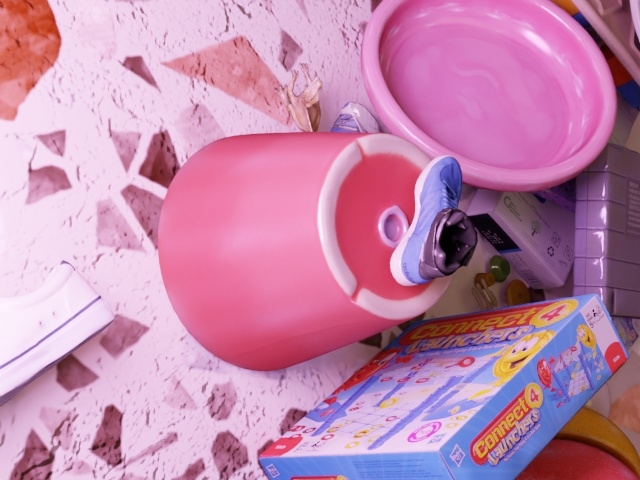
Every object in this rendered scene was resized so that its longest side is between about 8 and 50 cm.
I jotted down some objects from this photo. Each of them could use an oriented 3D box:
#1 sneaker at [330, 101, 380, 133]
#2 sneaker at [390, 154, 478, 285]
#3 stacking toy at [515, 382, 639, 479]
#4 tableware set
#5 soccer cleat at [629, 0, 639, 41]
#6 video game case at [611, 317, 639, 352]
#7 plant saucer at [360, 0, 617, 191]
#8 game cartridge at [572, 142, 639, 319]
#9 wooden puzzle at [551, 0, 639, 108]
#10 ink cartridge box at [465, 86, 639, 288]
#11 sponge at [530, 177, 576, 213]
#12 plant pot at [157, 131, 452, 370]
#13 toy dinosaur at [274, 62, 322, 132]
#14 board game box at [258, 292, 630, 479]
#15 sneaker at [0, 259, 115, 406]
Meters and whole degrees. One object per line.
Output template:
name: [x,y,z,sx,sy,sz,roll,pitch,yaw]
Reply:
sneaker: [0.061,-0.105,1.632,0.135,0.052,0.058,45,67,-16]
sneaker: [0.130,-0.025,1.330,0.058,0.084,0.152,41,60,-27]
stacking toy: [0.291,0.312,1.606,0.350,0.350,0.480,45,37,-25]
tableware set: [0.251,0.101,1.765,0.104,0.024,0.154,-42,108,-39]
soccer cleat: [0.472,-0.376,1.801,0.143,0.116,0.331,20,58,-56]
video game case: [0.418,0.134,1.901,0.122,0.011,0.087,-44,110,-35]
plant saucer: [0.205,-0.189,1.658,0.332,0.084,0.332,7,56,-11]
game cartridge: [0.433,-0.005,1.832,0.355,0.068,0.230,9,78,-58]
wooden puzzle: [0.424,-0.353,1.906,0.348,0.080,0.322,49,39,-28]
ink cartridge box: [0.328,-0.111,1.835,0.165,0.065,0.333,44,60,-25]
sponge: [0.328,-0.151,1.781,0.117,0.031,0.210,19,72,-36]
plant pot: [0.000,0.000,1.433,0.275,0.243,0.275,8,78,-39]
toy dinosaur: [-0.017,-0.146,1.555,0.053,0.183,0.092,-17,61,-1]
board game box: [0.134,0.187,1.471,0.302,0.308,0.086,-37,105,-37]
sneaker: [-0.318,0.109,1.269,0.091,0.094,0.258,52,49,2]
